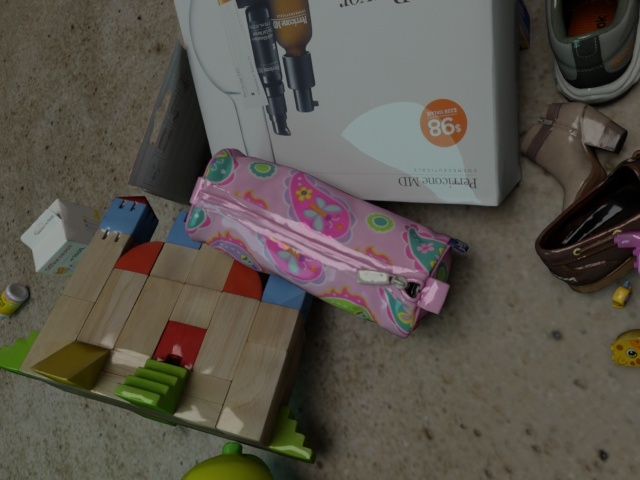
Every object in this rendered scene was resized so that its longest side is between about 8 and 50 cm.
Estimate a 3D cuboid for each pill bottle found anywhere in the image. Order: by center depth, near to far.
[{"bbox_3d":[-0.636,0.126,1.034,0.083,0.043,0.043,-41,60,19],"label":"pill bottle"}]

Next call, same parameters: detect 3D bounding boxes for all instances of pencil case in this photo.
[{"bbox_3d":[0.000,0.000,0.542,0.284,0.124,0.124,25,93,14],"label":"pencil case"}]

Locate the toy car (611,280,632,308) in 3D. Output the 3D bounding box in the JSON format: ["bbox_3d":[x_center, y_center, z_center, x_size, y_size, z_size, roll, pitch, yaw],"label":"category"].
[{"bbox_3d":[0.311,0.027,0.429,0.122,0.040,0.060,-50,57,13],"label":"toy car"}]

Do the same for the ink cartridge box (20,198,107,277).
[{"bbox_3d":[-0.409,0.003,0.851,0.092,0.143,0.090,-39,60,20],"label":"ink cartridge box"}]

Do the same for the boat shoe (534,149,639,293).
[{"bbox_3d":[0.281,-0.040,0.435,0.207,0.073,0.073,-46,24,14],"label":"boat shoe"}]

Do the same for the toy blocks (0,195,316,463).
[{"bbox_3d":[-0.159,0.085,0.631,0.382,0.190,0.260,12,62,12],"label":"toy blocks"}]

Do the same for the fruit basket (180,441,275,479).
[{"bbox_3d":[-0.115,0.401,0.459,0.283,0.392,0.392,-52,57,12],"label":"fruit basket"}]

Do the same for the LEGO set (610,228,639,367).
[{"bbox_3d":[0.274,0.078,0.397,0.093,0.087,0.227,-2,102,42],"label":"LEGO set"}]

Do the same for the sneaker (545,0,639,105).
[{"bbox_3d":[0.268,-0.276,0.491,0.100,0.108,0.271,-5,75,35],"label":"sneaker"}]

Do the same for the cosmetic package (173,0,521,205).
[{"bbox_3d":[0.017,-0.192,0.563,0.377,0.097,0.284,6,119,35],"label":"cosmetic package"}]

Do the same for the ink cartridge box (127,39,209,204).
[{"bbox_3d":[-0.214,-0.156,0.716,0.066,0.232,0.189,18,89,8],"label":"ink cartridge box"}]

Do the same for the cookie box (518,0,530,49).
[{"bbox_3d":[0.166,-0.237,0.559,0.107,0.092,0.040,-2,80,34],"label":"cookie box"}]

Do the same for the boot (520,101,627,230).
[{"bbox_3d":[0.240,-0.079,0.507,0.087,0.042,0.118,34,100,42],"label":"boot"}]
